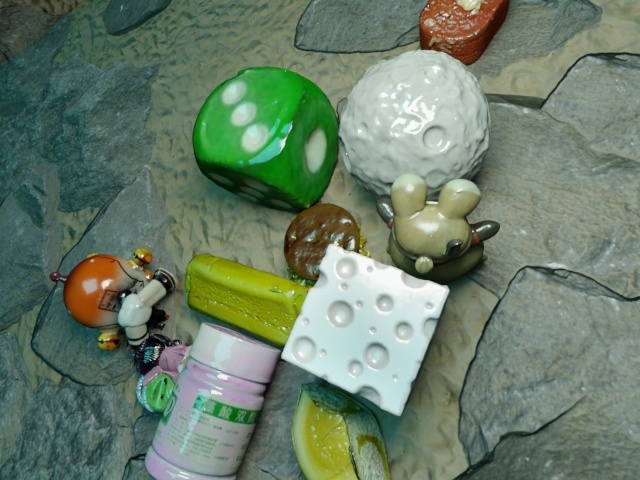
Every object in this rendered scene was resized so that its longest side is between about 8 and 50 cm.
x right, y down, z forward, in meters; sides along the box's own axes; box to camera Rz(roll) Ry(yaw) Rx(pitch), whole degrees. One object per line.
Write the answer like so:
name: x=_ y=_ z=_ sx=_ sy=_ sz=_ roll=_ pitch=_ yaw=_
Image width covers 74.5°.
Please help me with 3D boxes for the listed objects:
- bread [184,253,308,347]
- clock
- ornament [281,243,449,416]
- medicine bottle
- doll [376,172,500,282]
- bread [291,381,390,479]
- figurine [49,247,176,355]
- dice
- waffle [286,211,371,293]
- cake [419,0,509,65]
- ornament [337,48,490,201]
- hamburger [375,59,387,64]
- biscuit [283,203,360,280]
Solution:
bread: x=-0.191 y=0.144 z=1.092 sx=0.383 sy=0.112 sz=0.166 roll=14 pitch=103 yaw=28
clock: x=-0.418 y=0.356 z=1.126 sx=0.195 sy=0.100 sz=0.194 roll=7 pitch=75 yaw=28
ornament: x=0.104 y=0.179 z=0.858 sx=0.239 sy=0.239 sz=0.240 roll=21 pitch=82 yaw=20
medicine bottle: x=-0.241 y=0.377 z=0.974 sx=0.212 sy=0.212 sz=0.326 roll=14 pitch=76 yaw=28
doll: x=0.229 y=-0.003 z=0.842 sx=0.234 sy=0.330 sz=0.174 roll=4 pitch=76 yaw=18
bread: x=0.031 y=0.423 z=0.877 sx=0.156 sy=0.158 sz=0.261 roll=-29 pitch=61 yaw=23
figurine: x=-0.606 y=0.162 z=1.229 sx=0.323 sy=0.196 sz=0.320 roll=18 pitch=84 yaw=18
dice: x=-0.135 y=-0.260 z=1.130 sx=0.300 sy=0.287 sz=0.297 roll=13 pitch=77 yaw=27
waffle: x=0.015 y=0.049 z=1.081 sx=0.228 sy=0.051 sz=0.232 roll=-21 pitch=64 yaw=12
cake: x=0.387 y=-0.598 z=1.113 sx=0.177 sy=0.151 sz=0.283 roll=38 pitch=89 yaw=19
ornament: x=0.196 y=-0.237 z=0.940 sx=0.337 sy=0.337 sz=0.337 roll=-9 pitch=67 yaw=21
hamburger: x=0.188 y=-0.423 z=1.137 sx=0.062 sy=0.133 sz=0.140 roll=-57 pitch=15 yaw=-1
biscuit: x=0.000 y=0.000 z=1.055 sx=0.212 sy=0.036 sz=0.212 roll=-9 pitch=65 yaw=19
